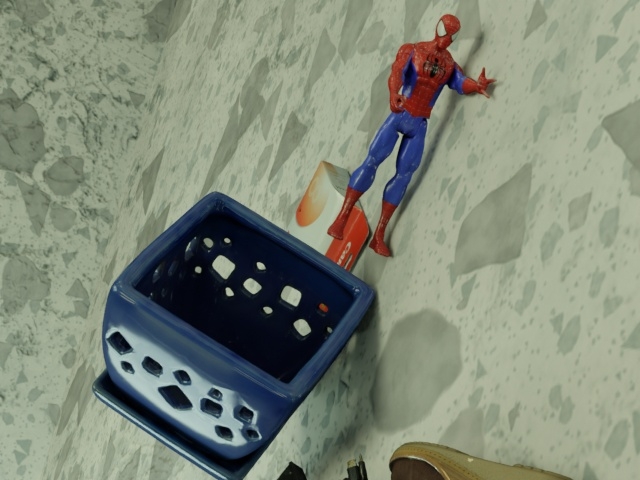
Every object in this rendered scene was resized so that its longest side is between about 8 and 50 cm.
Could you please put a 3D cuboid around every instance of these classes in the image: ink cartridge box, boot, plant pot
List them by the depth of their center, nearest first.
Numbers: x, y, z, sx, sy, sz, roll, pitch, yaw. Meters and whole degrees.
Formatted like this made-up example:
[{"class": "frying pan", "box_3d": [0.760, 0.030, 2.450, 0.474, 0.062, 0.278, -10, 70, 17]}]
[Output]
[{"class": "boot", "box_3d": [0.102, 0.275, 1.026, 0.248, 0.090, 0.206, -6, 63, 64]}, {"class": "plant pot", "box_3d": [-0.111, 0.121, 1.449, 0.236, 0.236, 0.212, -50, -9, -51]}, {"class": "ink cartridge box", "box_3d": [0.000, 0.000, 1.632, 0.145, 0.045, 0.179, -62, 19, 23]}]

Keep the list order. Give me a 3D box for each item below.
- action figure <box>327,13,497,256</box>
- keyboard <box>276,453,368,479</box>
[{"class": "action figure", "box_3d": [0.101, -0.116, 1.408, 0.139, 0.092, 0.280, -131, 61, -75]}, {"class": "keyboard", "box_3d": [0.011, 0.326, 1.157, 0.201, 0.033, 0.317, -54, 35, 22]}]
